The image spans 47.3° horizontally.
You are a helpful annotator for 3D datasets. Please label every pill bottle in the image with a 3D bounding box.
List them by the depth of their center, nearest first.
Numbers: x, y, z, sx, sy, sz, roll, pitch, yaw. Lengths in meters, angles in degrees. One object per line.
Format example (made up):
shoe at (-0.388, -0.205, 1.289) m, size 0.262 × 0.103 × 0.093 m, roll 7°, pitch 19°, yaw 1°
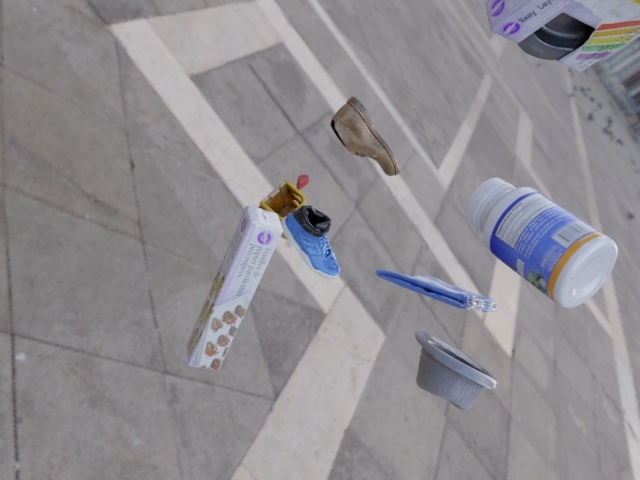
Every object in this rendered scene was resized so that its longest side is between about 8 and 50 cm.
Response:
pill bottle at (0.406, -0.007, 1.385) m, size 0.152 × 0.152 × 0.272 m, roll 25°, pitch 13°, yaw -47°

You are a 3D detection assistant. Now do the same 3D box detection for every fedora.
fedora at (0.333, 0.354, 1.910) m, size 0.243 × 0.124 × 0.275 m, roll 28°, pitch 3°, yaw -22°

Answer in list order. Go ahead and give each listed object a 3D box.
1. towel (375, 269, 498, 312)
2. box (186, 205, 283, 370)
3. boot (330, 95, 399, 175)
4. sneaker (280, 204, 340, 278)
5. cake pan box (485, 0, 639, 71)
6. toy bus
towel at (0.256, 0.106, 1.571) m, size 0.209 × 0.034 × 0.285 m, roll 19°, pitch 2°, yaw 26°
box at (-0.161, 0.092, 1.323) m, size 0.063 × 0.324 × 0.067 m, roll 15°, pitch 27°, yaw -23°
boot at (0.135, -0.291, 2.231) m, size 0.305 × 0.115 × 0.112 m, roll 50°, pitch -5°, yaw -34°
sneaker at (0.000, 0.000, 1.370) m, size 0.152 × 0.084 × 0.058 m, roll 51°, pitch 41°, yaw -4°
cake pan box at (0.446, -0.397, 1.206) m, size 0.245 × 0.266 × 0.070 m, roll 14°, pitch 64°, yaw -33°
toy bus at (-0.080, -0.055, 1.811) m, size 0.104 × 0.191 × 0.202 m, roll 42°, pitch 30°, yaw 20°
